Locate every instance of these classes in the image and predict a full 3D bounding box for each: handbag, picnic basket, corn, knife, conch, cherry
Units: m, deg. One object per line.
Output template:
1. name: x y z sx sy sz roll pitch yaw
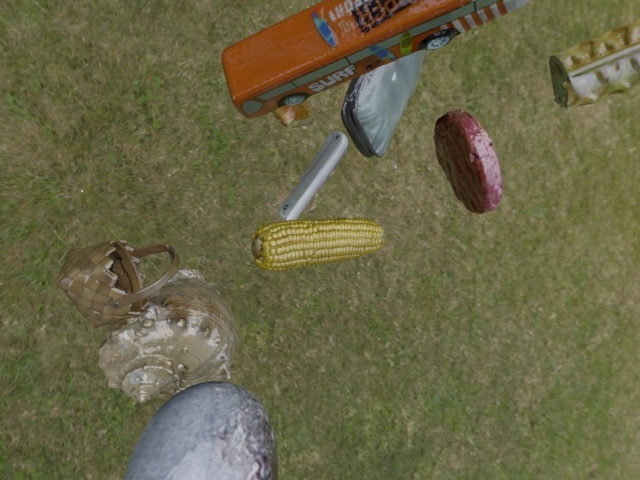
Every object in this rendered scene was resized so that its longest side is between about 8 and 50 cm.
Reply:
1. handbag: 0.144 -0.347 0.949 0.191 0.075 0.332 44 67 -54
2. picnic basket: -0.325 0.063 0.773 0.178 0.128 0.138 -19 131 -5
3. corn: 0.000 0.000 0.730 0.231 0.080 0.080 -8 99 -29
4. knife: -0.020 -0.161 1.149 0.266 0.073 0.040 -56 141 -4
5. conch: -0.301 0.196 1.008 0.297 0.210 0.352 31 53 -22
6. cherry: -0.199 0.390 0.788 0.254 0.218 0.296 4 51 -3

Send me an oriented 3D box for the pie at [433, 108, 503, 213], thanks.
1. pie: 0.239 -0.127 0.752 0.049 0.182 0.182 -24 107 0

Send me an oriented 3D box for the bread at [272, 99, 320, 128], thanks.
1. bread: -0.077 -0.304 0.991 0.136 0.154 0.054 42 116 9

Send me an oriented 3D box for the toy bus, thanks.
1. toy bus: 0.052 -0.273 0.596 0.092 0.408 0.093 0 75 -69

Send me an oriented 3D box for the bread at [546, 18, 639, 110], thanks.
1. bread: 0.512 -0.298 0.727 0.087 0.269 0.098 49 27 -57
